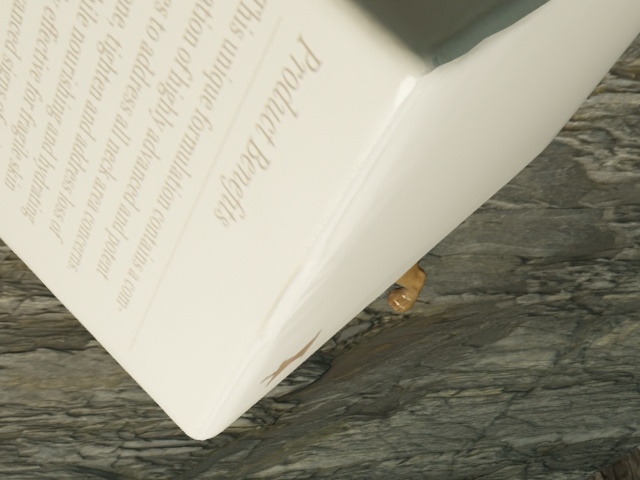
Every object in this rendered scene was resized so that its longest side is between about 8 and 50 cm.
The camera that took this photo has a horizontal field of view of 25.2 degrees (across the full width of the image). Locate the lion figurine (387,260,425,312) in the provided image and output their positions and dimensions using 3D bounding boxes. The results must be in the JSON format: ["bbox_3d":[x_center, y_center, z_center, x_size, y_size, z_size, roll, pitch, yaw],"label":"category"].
[{"bbox_3d":[0.000,0.000,1.594,0.392,0.142,0.240,-19,152,-33],"label":"lion figurine"}]

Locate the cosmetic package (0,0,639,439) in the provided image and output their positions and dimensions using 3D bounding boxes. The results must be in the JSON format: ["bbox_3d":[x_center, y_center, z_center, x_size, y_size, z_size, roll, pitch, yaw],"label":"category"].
[{"bbox_3d":[-0.045,-0.188,0.702,0.327,0.394,0.329,-39,170,-34],"label":"cosmetic package"}]
